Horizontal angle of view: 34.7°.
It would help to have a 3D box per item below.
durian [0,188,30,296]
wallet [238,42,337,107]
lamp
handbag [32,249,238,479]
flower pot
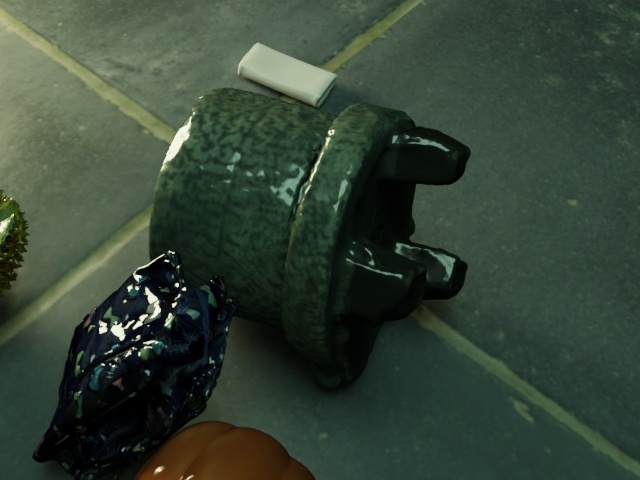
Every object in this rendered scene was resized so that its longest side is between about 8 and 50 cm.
[{"bbox_3d":[-0.432,0.016,1.080,0.237,0.138,0.193,20,58,6],"label":"durian"},{"bbox_3d":[-0.044,-0.220,1.356,0.122,0.025,0.061,24,57,12],"label":"wallet"},{"bbox_3d":[-0.081,0.249,0.915,0.187,0.188,0.164,26,47,13],"label":"lamp"},{"bbox_3d":[-0.179,0.129,0.971,0.113,0.260,0.162,34,41,-23],"label":"handbag"},{"bbox_3d":[0.000,0.000,1.065,0.282,0.299,0.299,13,53,17],"label":"flower pot"}]
